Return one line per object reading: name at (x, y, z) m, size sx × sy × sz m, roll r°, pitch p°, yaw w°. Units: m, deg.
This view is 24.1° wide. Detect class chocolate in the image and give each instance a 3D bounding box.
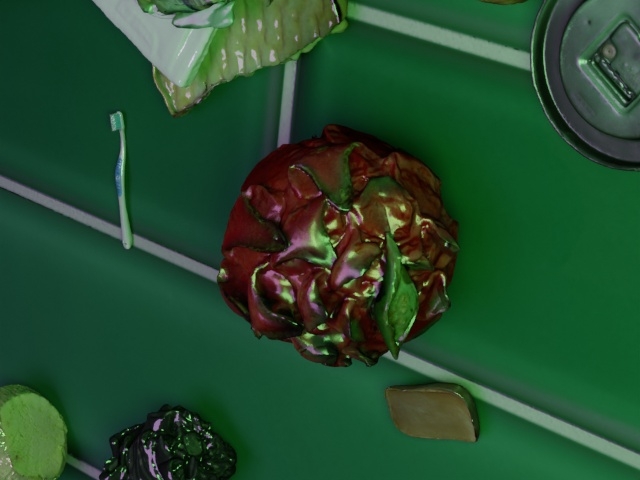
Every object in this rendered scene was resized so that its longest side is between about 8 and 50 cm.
chocolate at (0.115, 0.167, 1.484) m, size 0.101 × 0.031 × 0.064 m, roll -6°, pitch 112°, yaw 40°

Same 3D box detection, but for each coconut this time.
coconut at (-0.406, 0.259, 1.871) m, size 0.153 × 0.147 × 0.147 m, roll -20°, pitch 91°, yaw 39°

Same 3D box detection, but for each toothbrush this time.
toothbrush at (-0.224, -0.067, 1.699) m, size 0.014 × 0.017 × 0.162 m, roll 20°, pitch 120°, yaw 48°

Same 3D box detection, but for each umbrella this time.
umbrella at (-0.222, 0.311, 1.750) m, size 0.337 × 0.128 × 0.154 m, roll -40°, pitch 80°, yaw 43°

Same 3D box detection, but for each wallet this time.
wallet at (-0.173, -0.253, 1.539) m, size 0.183 × 0.032 × 0.124 m, roll 45°, pitch 126°, yaw 23°

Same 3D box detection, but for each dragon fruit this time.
dragon fruit at (0.000, 0.000, 1.409) m, size 0.293 × 0.234 × 0.233 m, roll 21°, pitch 118°, yaw 53°

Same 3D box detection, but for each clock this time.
clock at (0.263, -0.150, 1.252) m, size 0.185 × 0.040 × 0.184 m, roll 14°, pitch 113°, yaw 36°

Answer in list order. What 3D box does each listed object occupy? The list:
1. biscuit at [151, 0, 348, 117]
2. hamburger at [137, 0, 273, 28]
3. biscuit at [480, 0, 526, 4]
biscuit at (-0.090, -0.249, 1.515) m, size 0.274 × 0.036 × 0.187 m, roll -18°, pitch 92°, yaw 42°
hamburger at (-0.117, -0.335, 1.398) m, size 0.276 × 0.150 × 0.260 m, roll -42°, pitch 67°, yaw 22°
biscuit at (0.205, -0.330, 1.218) m, size 0.273 × 0.049 × 0.257 m, roll -20°, pitch 79°, yaw 42°
